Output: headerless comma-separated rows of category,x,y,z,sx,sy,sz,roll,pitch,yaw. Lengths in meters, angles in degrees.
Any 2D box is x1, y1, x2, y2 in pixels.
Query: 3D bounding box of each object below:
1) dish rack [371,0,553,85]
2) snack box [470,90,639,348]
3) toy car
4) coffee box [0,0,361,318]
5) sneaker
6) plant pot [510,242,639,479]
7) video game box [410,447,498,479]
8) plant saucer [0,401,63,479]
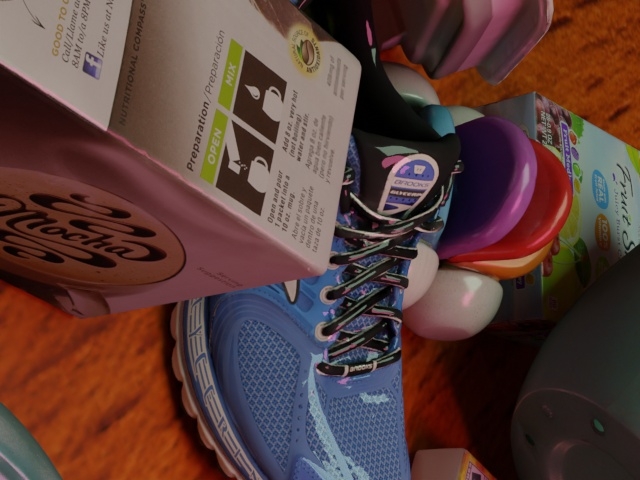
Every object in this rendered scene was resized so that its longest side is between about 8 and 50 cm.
dish rack,0.032,-0.251,0.759,0.285,0.072,0.333,60,11,-89
snack box,0.196,-0.003,1.011,0.207,0.070,0.174,17,68,-50
toy car,0.086,-0.028,0.822,0.182,0.136,0.159,25,63,-46
coffee box,-0.142,-0.084,0.524,0.297,0.168,0.119,34,55,-43
sneaker,0.000,0.000,0.692,0.129,0.147,0.330,-10,88,-46
plant pot,0.271,0.125,0.844,0.235,0.293,0.293,-27,104,-25
video game box,0.105,0.271,0.846,0.187,0.048,0.205,47,47,-38
plant saucer,-0.191,0.185,0.495,0.317,0.043,0.318,17,68,-50
